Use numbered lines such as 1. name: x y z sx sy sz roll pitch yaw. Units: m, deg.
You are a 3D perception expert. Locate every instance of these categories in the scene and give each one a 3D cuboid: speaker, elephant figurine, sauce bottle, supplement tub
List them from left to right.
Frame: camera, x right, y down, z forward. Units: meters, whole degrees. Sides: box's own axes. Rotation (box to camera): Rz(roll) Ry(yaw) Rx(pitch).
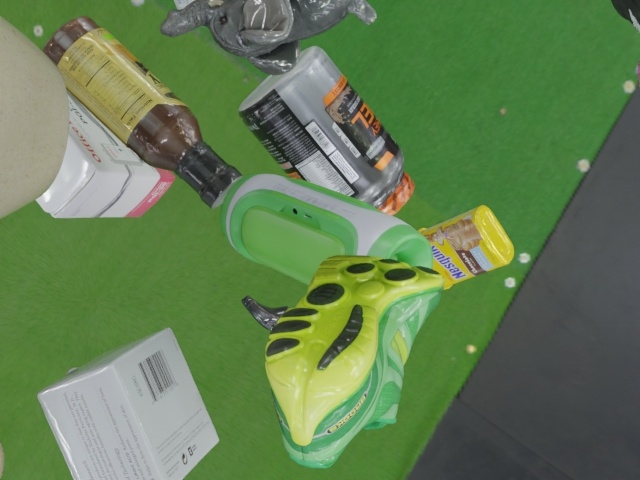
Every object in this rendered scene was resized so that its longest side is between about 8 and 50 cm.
1. sauce bottle: -0.263 -0.187 1.336 0.344 0.111 0.111 44 77 2
2. elephant figurine: -0.082 -0.327 1.316 0.239 0.186 0.169 -47 130 -2
3. speaker: 0.000 0.000 1.162 0.131 0.296 0.131 -22 122 -39
4. supplement tub: 0.019 -0.186 1.716 0.207 0.207 0.338 -44 107 -13

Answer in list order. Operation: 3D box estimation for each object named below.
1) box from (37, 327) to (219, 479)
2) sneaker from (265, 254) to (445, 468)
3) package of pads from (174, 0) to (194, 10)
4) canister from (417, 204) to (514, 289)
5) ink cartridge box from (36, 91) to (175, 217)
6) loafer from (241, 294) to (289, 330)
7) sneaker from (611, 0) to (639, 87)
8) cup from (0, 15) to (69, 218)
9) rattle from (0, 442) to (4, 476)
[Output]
1. box: -0.245 0.234 1.162 0.119 0.181 0.182 -22 93 17
2. sneaker: 0.028 0.092 0.766 0.109 0.295 0.124 12 111 21
3. package of pads: -0.209 -0.565 1.597 0.101 0.297 0.229 -4 124 18
4. canister: 0.264 0.015 1.672 0.126 0.169 0.073 55 44 -10
5. ink cartridge box: -0.409 -0.149 1.545 0.117 0.283 0.207 -42 80 13
6. loafer: -0.086 0.153 1.775 0.170 0.062 0.061 40 90 -31
7. sneaker: 0.281 -0.156 0.661 0.077 0.072 0.178 -11 79 -13
8. cup: -0.419 -0.137 0.964 0.236 0.331 0.331 1 85 -43
9. rattle: -0.308 0.119 0.680 0.130 0.200 0.143 -13 107 -3
